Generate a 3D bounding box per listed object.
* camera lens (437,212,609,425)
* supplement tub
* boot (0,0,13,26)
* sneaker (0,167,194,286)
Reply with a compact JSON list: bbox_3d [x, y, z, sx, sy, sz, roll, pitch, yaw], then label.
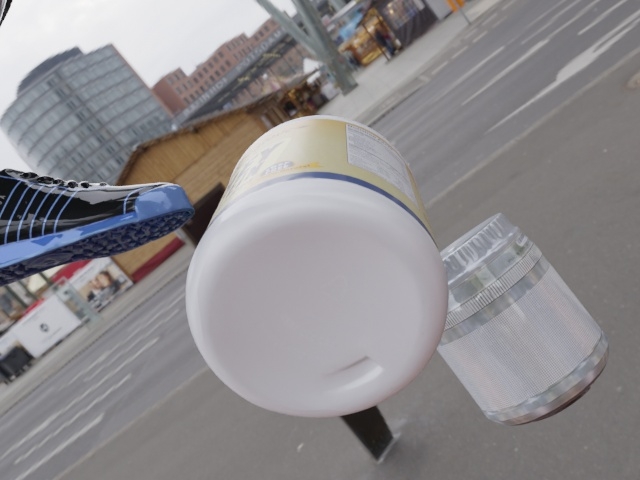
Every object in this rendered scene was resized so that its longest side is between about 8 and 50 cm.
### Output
[{"bbox_3d":[0.282,0.124,0.931,0.219,0.274,0.219,-36,-4,-3],"label":"camera lens"},{"bbox_3d":[0.000,0.000,0.634,0.228,0.228,0.316,-36,19,16],"label":"supplement tub"},{"bbox_3d":[-0.324,-0.099,0.472,0.445,0.146,0.367,-29,60,42],"label":"boot"},{"bbox_3d":[-0.232,-0.025,0.521,0.232,0.091,0.081,-17,-11,-11],"label":"sneaker"}]
